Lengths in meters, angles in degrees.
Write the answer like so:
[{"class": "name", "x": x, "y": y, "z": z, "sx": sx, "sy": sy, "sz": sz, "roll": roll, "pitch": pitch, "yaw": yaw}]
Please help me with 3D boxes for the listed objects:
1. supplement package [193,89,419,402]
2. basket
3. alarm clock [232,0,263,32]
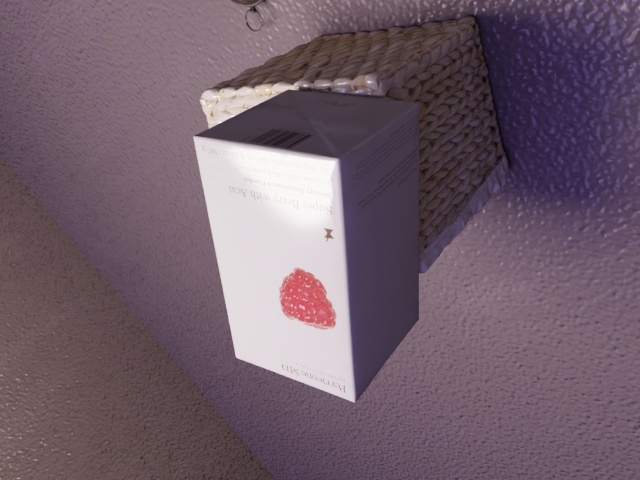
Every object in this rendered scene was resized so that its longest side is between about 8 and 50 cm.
[{"class": "supplement package", "x": 0.000, "y": 0.000, "z": 0.698, "sx": 0.178, "sy": 0.175, "sz": 0.292, "roll": 13, "pitch": 124, "yaw": 30}, {"class": "basket", "x": 0.062, "y": -0.152, "z": 0.909, "sx": 0.329, "sy": 0.331, "sz": 0.266, "roll": 6, "pitch": 122, "yaw": 37}, {"class": "alarm clock", "x": -0.116, "y": -0.438, "z": 1.003, "sx": 0.130, "sy": 0.064, "sz": 0.191, "roll": 21, "pitch": 133, "yaw": 25}]
